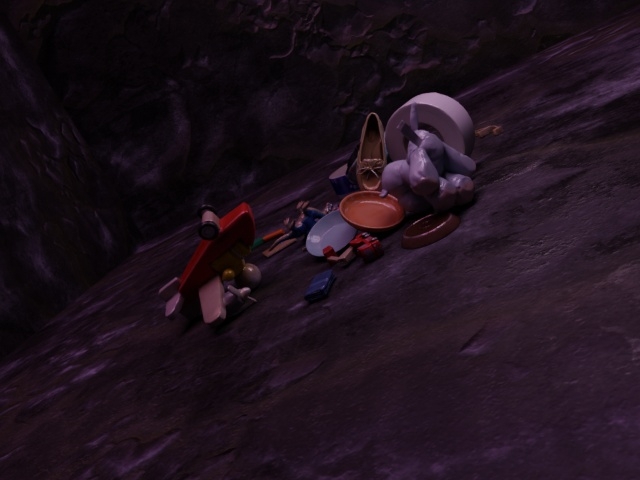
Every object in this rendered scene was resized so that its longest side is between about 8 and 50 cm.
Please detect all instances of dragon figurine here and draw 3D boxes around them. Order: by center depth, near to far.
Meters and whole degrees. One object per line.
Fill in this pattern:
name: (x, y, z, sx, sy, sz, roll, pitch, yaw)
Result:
dragon figurine: (-0.048, -0.041, 2.031, 0.289, 0.144, 0.085, -54, 25, -18)

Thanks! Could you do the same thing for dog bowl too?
dog bowl: (0.171, -0.272, 2.385, 0.264, 0.104, 0.265, -27, 14, 7)

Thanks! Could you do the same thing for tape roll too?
tape roll: (0.359, -0.333, 1.894, 0.286, 0.286, 0.100, -14, 21, 43)

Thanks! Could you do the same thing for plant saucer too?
plant saucer: (0.284, -0.032, 1.511, 0.168, 0.029, 0.168, -27, 14, 8)
plant saucer: (0.155, -0.082, 1.731, 0.199, 0.037, 0.200, 2, 37, -1)
plant saucer: (0.046, -0.016, 1.782, 0.194, 0.037, 0.195, -23, 37, 19)

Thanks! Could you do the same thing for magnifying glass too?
magnifying glass: (-0.251, 0.005, 2.376, 0.230, 0.026, 0.092, -25, 14, 20)

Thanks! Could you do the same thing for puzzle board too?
puzzle board: (-0.153, 0.024, 2.150, 0.128, 0.011, 0.096, -30, 13, -10)

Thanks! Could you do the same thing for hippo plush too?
hippo plush: (0.261, -0.170, 1.618, 0.236, 0.294, 0.234, -38, 15, 49)

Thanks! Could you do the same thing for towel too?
towel: (-0.001, 0.120, 1.506, 0.067, 0.029, 0.119, -22, 16, 22)

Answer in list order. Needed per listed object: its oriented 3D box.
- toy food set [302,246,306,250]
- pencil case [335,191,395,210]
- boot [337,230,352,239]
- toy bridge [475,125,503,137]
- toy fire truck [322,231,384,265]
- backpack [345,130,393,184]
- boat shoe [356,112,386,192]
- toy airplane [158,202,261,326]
toy food set: (0.000, 0.000, 1.942, 0.122, 0.019, 0.078, -27, 12, 35)
pencil case: (0.151, -0.104, 1.886, 0.209, 0.095, 0.098, -17, -3, 30)
boot: (0.070, -0.020, 1.839, 0.114, 0.037, 0.106, -21, 29, 37)
toy bridge: (0.628, -0.414, 2.190, 0.063, 0.026, 0.188, -30, 14, -18)
toy fire truck: (0.088, 0.032, 1.609, 0.135, 0.047, 0.192, -30, 15, -7)
backpack: (0.199, -0.294, 2.116, 0.225, 0.191, 0.253, -56, -5, 2)
boat shoe: (0.168, -0.285, 1.928, 0.104, 0.286, 0.089, -3, -17, 7)
toy airplane: (-0.321, 0.104, 1.793, 0.384, 0.272, 0.386, -25, 47, 56)
